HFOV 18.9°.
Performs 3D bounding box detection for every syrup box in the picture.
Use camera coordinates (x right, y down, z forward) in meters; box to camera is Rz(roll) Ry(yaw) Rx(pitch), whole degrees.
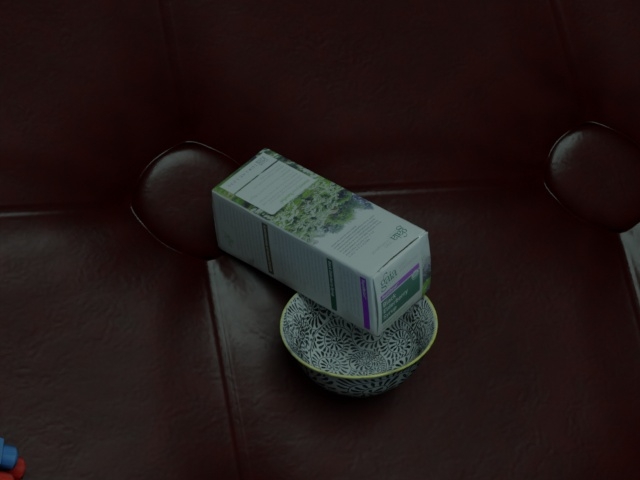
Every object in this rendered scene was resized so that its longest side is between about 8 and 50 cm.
[{"bbox_3d":[0.000,0.000,2.089,0.237,0.096,0.093,29,53,30],"label":"syrup box"}]

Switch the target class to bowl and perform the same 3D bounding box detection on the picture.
[{"bbox_3d":[0.042,0.117,2.086,0.170,0.080,0.170,-1,40,1],"label":"bowl"}]

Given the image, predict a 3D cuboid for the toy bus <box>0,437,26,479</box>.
[{"bbox_3d":[-0.396,0.246,1.902,0.211,0.149,0.220,19,60,-22],"label":"toy bus"}]
